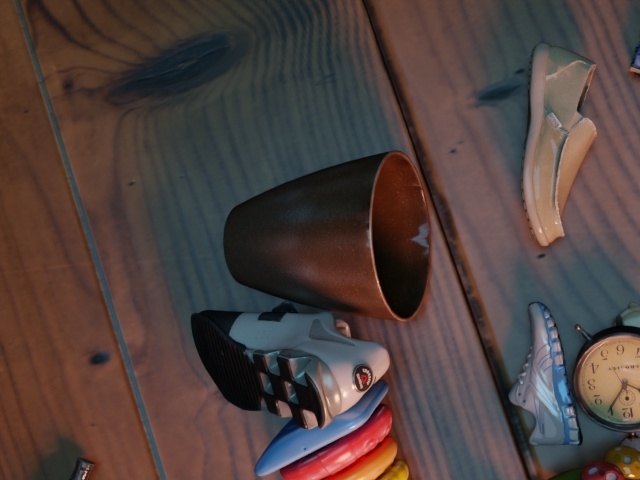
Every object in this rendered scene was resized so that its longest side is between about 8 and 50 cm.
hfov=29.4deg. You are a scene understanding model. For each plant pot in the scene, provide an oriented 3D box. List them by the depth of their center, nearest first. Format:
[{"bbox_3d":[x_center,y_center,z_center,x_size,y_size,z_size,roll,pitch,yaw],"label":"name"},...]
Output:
[{"bbox_3d":[0.000,0.000,1.579,0.230,0.215,0.215,-3,84,25],"label":"plant pot"}]

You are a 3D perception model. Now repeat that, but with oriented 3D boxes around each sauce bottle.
[{"bbox_3d":[-0.343,0.360,1.664,0.042,0.042,0.128,20,90,10],"label":"sauce bottle"}]

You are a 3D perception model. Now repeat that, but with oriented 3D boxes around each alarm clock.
[{"bbox_3d":[0.389,0.193,1.550,0.129,0.064,0.192,-6,95,16],"label":"alarm clock"}]

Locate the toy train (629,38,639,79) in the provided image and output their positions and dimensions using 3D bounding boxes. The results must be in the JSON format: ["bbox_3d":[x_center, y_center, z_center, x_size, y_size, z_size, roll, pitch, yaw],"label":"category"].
[{"bbox_3d":[0.440,-0.289,1.605,0.027,0.036,0.158,17,88,10],"label":"toy train"}]

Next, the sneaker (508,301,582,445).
[{"bbox_3d":[0.279,0.175,1.572,0.082,0.071,0.191,-12,83,14],"label":"sneaker"}]

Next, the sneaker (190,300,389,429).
[{"bbox_3d":[-0.040,0.146,1.564,0.146,0.330,0.123,-27,116,-31],"label":"sneaker"}]

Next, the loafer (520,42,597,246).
[{"bbox_3d":[0.311,-0.126,1.577,0.092,0.102,0.269,1,84,15],"label":"loafer"}]

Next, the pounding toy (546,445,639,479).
[{"bbox_3d":[0.377,0.309,1.473,0.236,0.183,0.110,8,112,2],"label":"pounding toy"}]

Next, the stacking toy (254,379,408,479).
[{"bbox_3d":[0.070,0.344,1.558,0.175,0.166,0.302,-31,92,20],"label":"stacking toy"}]

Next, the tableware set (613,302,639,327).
[{"bbox_3d":[0.467,0.098,1.573,0.141,0.020,0.169,32,92,11],"label":"tableware set"}]
